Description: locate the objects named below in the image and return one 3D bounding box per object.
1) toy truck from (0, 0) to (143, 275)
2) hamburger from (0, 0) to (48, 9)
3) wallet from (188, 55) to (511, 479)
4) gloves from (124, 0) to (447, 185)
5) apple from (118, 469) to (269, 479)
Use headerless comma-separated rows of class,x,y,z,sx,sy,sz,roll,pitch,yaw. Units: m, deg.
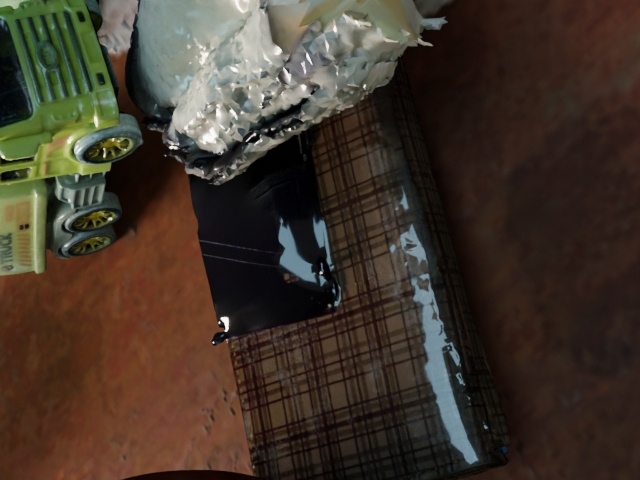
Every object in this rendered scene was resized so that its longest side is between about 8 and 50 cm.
toy truck,-0.146,-0.040,0.531,0.169,0.100,0.077,125,128,-64
hamburger,-0.224,-0.189,0.599,0.276,0.150,0.260,-48,65,18
wallet,0.000,0.000,0.502,0.124,0.042,0.230,-23,73,27
gloves,-0.023,-0.083,0.467,0.153,0.070,0.114,-21,73,39
apple,-0.061,0.202,0.421,0.230,0.230,0.230,-4,83,32
